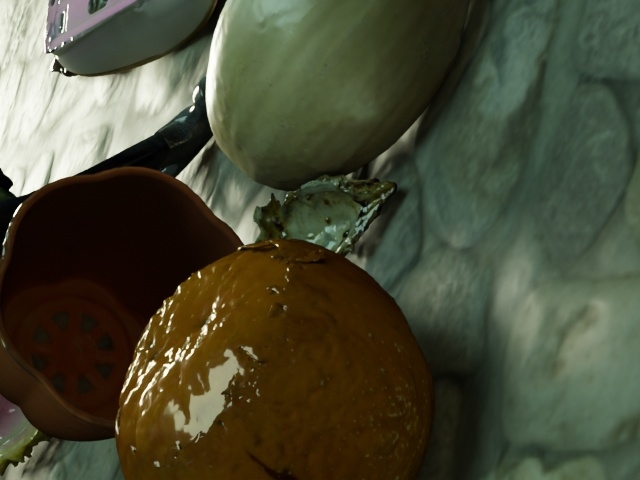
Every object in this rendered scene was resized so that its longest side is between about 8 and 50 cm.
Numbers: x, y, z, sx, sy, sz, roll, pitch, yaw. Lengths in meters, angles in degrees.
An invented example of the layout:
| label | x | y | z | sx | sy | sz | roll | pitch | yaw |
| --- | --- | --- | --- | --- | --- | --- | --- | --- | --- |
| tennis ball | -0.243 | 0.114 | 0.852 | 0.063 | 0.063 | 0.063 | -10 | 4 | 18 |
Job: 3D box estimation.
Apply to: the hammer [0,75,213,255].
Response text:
| label | x | y | z | sx | sy | sz | roll | pitch | yaw |
| --- | --- | --- | --- | --- | --- | --- | --- | --- | --- |
| hammer | -0.192 | -0.032 | 1.278 | 0.290 | 0.037 | 0.137 | -32 | -12 | -41 |

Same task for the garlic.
| label | x | y | z | sx | sy | sz | roll | pitch | yaw |
| --- | --- | --- | --- | --- | --- | --- | --- | --- | --- |
| garlic | 0.007 | -0.123 | 1.119 | 0.245 | 0.145 | 0.164 | -53 | -1 | 28 |

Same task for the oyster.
| label | x | y | z | sx | sy | sz | roll | pitch | yaw |
| --- | --- | --- | --- | --- | --- | --- | --- | --- | --- |
| oyster | 0.001 | 0.000 | 1.110 | 0.132 | 0.029 | 0.086 | -2 | 90 | 47 |

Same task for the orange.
| label | x | y | z | sx | sy | sz | roll | pitch | yaw |
| --- | --- | --- | --- | --- | --- | --- | --- | --- | --- |
| orange | -0.023 | 0.097 | 0.940 | 0.193 | 0.161 | 0.193 | -42 | 25 | 25 |

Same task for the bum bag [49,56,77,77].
| label | x | y | z | sx | sy | sz | roll | pitch | yaw |
| --- | --- | --- | --- | --- | --- | --- | --- | --- | --- |
| bum bag | -0.214 | -0.213 | 1.675 | 0.159 | 0.026 | 0.109 | 11 | 79 | 57 |

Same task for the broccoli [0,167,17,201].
| label | x | y | z | sx | sy | sz | roll | pitch | yaw |
| --- | --- | --- | --- | --- | --- | --- | --- | --- | --- |
| broccoli | -0.426 | 0.007 | 1.606 | 0.145 | 0.304 | 0.165 | -70 | -20 | -48 |

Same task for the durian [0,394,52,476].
| label | x | y | z | sx | sy | sz | roll | pitch | yaw |
| --- | --- | --- | --- | --- | --- | --- | --- | --- | --- |
| durian | -0.292 | 0.122 | 1.425 | 0.165 | 0.132 | 0.182 | -39 | 56 | 51 |

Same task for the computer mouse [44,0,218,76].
| label | x | y | z | sx | sy | sz | roll | pitch | yaw |
| --- | --- | --- | --- | --- | --- | --- | --- | --- | --- |
| computer mouse | -0.154 | -0.246 | 1.527 | 0.310 | 0.072 | 0.158 | -16 | 62 | 53 |

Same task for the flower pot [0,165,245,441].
| label | x | y | z | sx | sy | sz | roll | pitch | yaw |
| --- | --- | --- | --- | --- | --- | --- | --- | --- | --- |
| flower pot | -0.157 | 0.064 | 1.207 | 0.173 | 0.191 | 0.190 | 136 | 148 | -61 |
